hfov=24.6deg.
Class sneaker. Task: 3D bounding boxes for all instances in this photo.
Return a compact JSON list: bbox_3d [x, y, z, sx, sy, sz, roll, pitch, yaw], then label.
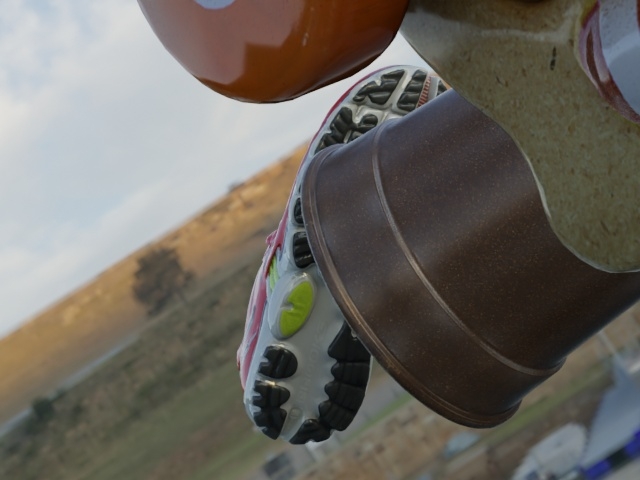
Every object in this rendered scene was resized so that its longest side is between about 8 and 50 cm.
[{"bbox_3d":[0.000,0.000,1.012,0.279,0.107,0.118,-67,24,15],"label":"sneaker"}]

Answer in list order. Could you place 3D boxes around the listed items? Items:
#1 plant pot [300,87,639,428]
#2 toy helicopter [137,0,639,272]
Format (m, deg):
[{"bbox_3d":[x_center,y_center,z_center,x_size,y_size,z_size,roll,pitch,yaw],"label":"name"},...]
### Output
[{"bbox_3d":[0.107,-0.019,0.711,0.165,0.167,0.167,-35,-6,28],"label":"plant pot"},{"bbox_3d":[0.120,-0.060,0.280,0.140,0.355,0.235,-24,-28,-37],"label":"toy helicopter"}]
